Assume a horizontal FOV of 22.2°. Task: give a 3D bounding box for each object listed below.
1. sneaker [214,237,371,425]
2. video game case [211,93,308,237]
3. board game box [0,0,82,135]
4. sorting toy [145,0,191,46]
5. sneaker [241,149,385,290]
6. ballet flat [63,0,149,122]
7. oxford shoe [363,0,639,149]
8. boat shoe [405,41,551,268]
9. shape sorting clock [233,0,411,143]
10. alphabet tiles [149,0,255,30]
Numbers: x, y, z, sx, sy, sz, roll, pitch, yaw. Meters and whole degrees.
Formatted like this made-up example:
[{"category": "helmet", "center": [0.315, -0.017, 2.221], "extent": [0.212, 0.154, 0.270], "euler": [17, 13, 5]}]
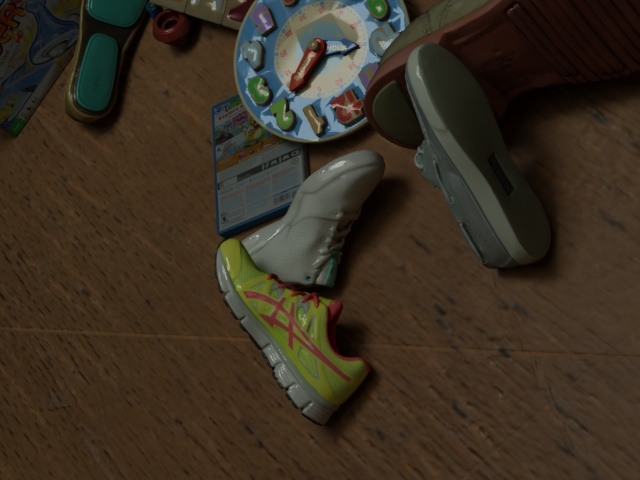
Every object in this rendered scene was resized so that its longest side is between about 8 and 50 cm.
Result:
[{"category": "sneaker", "center": [-0.026, 0.075, 1.613], "extent": [0.094, 0.081, 0.208], "euler": [-37, 80, 7]}, {"category": "video game case", "center": [-0.067, -0.096, 1.785], "extent": [0.119, 0.015, 0.166], "euler": [-22, 58, 30]}, {"category": "board game box", "center": [-0.373, -0.242, 2.012], "extent": [0.035, 0.136, 0.201], "euler": [39, 96, 42]}, {"category": "sorting toy", "center": [-0.172, -0.268, 1.939], "extent": [0.061, 0.042, 0.102], "euler": [0, 57, 22]}, {"category": "sneaker", "center": [0.000, 0.000, 1.658], "extent": [0.212, 0.080, 0.094], "euler": [-43, 61, 25]}, {"category": "ballet flat", "center": [-0.266, -0.250, 1.979], "extent": [0.073, 0.080, 0.232], "euler": [-21, 49, 65]}, {"category": "oxford shoe", "center": [0.213, -0.225, 1.538], "extent": [0.397, 0.140, 0.146], "euler": [-20, 36, 29]}, {"category": "boat shoe", "center": [0.127, -0.071, 1.513], "extent": [0.081, 0.079, 0.227], "euler": [-22, 101, 42]}, {"category": "shape sorting clock", "center": [0.000, -0.203, 1.734], "extent": [0.206, 0.040, 0.206], "euler": [-4, 79, 21]}, {"category": "alphabet tiles", "center": [-0.076, -0.381, 1.841], "extent": [0.342, 0.011, 0.285], "euler": [21, 102, 33]}]
